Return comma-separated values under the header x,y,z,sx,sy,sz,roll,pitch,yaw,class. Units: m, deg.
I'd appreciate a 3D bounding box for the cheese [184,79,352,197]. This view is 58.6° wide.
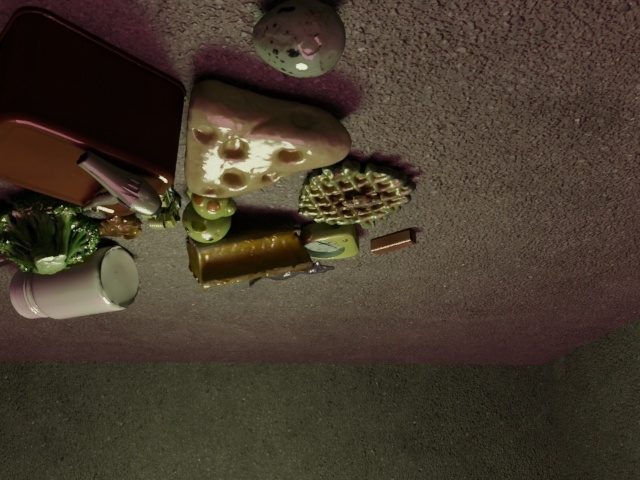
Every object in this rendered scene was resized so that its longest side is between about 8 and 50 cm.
x,y,z,sx,sy,sz,roll,pitch,yaw,class
-0.140,-0.188,1.272,0.351,0.129,0.328,10,147,-20,cheese

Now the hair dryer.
x,y,z,sx,sy,sz,roll,pitch,yaw,class
-0.407,-0.102,1.038,0.199,0.067,0.167,1,149,24,hair dryer

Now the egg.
x,y,z,sx,sy,sz,roll,pitch,yaw,class
-0.039,-0.339,0.961,0.164,0.131,0.131,0,156,16,egg

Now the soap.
x,y,z,sx,sy,sz,roll,pitch,yaw,class
-0.228,0.035,1.757,0.339,0.169,0.304,-10,-168,-18,soap

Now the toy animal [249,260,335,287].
x,y,z,sx,sy,sz,roll,pitch,yaw,class
-0.158,0.094,1.953,0.367,0.081,0.206,-11,152,30,toy animal

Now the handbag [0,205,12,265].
x,y,z,sx,sy,sz,roll,pitch,yaw,class
-0.965,-0.009,1.670,0.257,0.113,0.285,-12,154,6,handbag

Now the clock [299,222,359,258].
x,y,z,sx,sy,sz,roll,pitch,yaw,class
0.000,0.000,1.771,0.232,0.069,0.170,-5,156,11,clock

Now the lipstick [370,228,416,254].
x,y,z,sx,sy,sz,roll,pitch,yaw,class
0.232,0.005,1.819,0.145,0.045,0.045,-16,152,32,lipstick

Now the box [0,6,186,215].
x,y,z,sx,sy,sz,roll,pitch,yaw,class
-0.452,-0.219,1.086,0.239,0.229,0.340,-26,147,38,box

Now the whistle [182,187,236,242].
x,y,z,sx,sy,sz,roll,pitch,yaw,class
-0.296,-0.086,1.494,0.141,0.141,0.294,4,154,-10,whistle

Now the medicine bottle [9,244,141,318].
x,y,z,sx,sy,sz,roll,pitch,yaw,class
-0.809,0.147,1.882,0.379,0.213,0.213,-10,154,18,medicine bottle

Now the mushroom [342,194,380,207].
x,y,z,sx,sy,sz,roll,pitch,yaw,class
0.106,-0.102,1.478,0.101,0.019,0.049,-7,152,10,mushroom

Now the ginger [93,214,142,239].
x,y,z,sx,sy,sz,roll,pitch,yaw,class
-0.618,-0.043,1.668,0.214,0.058,0.133,3,162,-4,ginger

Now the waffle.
x,y,z,sx,sy,sz,roll,pitch,yaw,class
0.090,-0.119,1.527,0.292,0.056,0.309,7,151,-17,waffle

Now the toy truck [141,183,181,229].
x,y,z,sx,sy,sz,roll,pitch,yaw,class
-0.425,-0.095,1.490,0.085,0.116,0.191,1,155,0,toy truck

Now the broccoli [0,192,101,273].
x,y,z,sx,sy,sz,roll,pitch,yaw,class
-0.743,-0.007,1.549,0.269,0.241,0.261,-13,138,-23,broccoli
